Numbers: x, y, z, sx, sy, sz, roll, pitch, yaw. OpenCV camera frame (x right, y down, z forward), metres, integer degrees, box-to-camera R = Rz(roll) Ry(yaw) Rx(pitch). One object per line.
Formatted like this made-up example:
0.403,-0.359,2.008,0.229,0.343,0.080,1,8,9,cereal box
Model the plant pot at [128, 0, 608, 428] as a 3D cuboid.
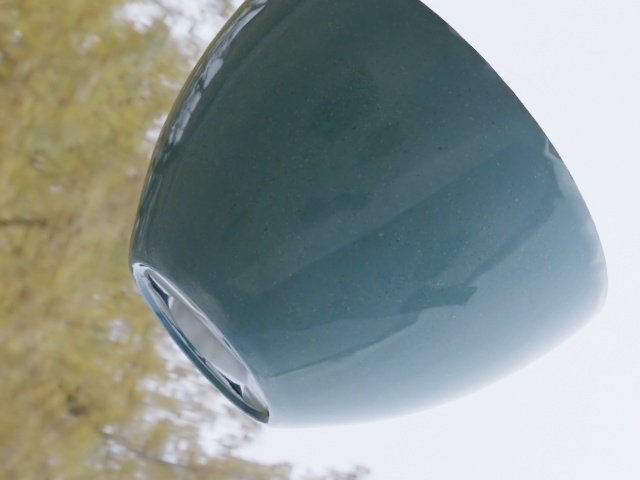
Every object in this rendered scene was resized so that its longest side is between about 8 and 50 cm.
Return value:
0.000,0.000,1.133,0.195,0.290,0.290,-40,-121,-16,plant pot
